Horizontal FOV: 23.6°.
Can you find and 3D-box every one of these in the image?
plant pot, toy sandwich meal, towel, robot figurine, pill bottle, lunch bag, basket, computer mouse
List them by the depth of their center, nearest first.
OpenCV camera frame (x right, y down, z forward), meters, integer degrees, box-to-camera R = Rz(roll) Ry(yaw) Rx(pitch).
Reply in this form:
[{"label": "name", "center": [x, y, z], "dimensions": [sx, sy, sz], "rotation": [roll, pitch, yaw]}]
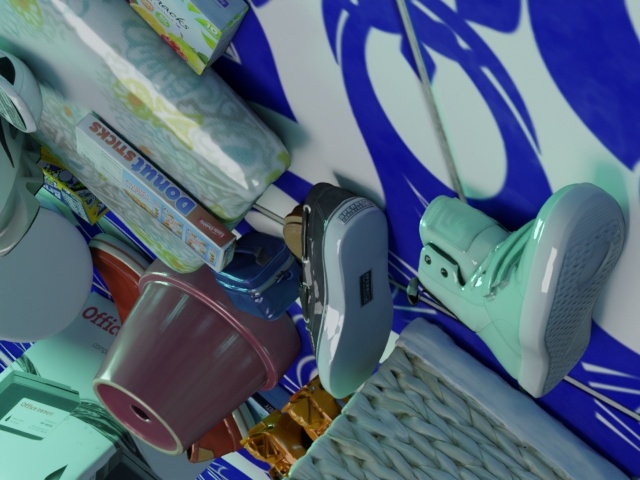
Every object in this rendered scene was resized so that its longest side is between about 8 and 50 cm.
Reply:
[{"label": "toy sandwich meal", "center": [0.000, 0.000, 1.424], "dimensions": [0.085, 0.029, 0.085], "rotation": [28, 159, 12]}, {"label": "computer mouse", "center": [-0.309, -0.159, 1.432], "dimensions": [0.193, 0.042, 0.106], "rotation": [34, 155, 38]}, {"label": "basket", "center": [0.128, 0.314, 1.451], "dimensions": [0.331, 0.266, 0.328], "rotation": [37, 158, 16]}, {"label": "towel", "center": [-0.188, -0.129, 1.455], "dimensions": [0.320, 0.090, 0.374], "rotation": [42, 161, -2]}, {"label": "lunch bag", "center": [-0.062, 0.033, 1.547], "dimensions": [0.098, 0.067, 0.065], "rotation": [12, 143, 55]}, {"label": "plant pot", "center": [-0.152, 0.133, 1.725], "dimensions": [0.201, 0.180, 0.201], "rotation": [32, 155, 17]}, {"label": "robot figurine", "center": [0.046, 0.301, 1.762], "dimensions": [0.291, 0.085, 0.211], "rotation": [50, 137, 4]}, {"label": "pill bottle", "center": [-0.445, 0.019, 2.039], "dimensions": [0.204, 0.204, 0.361], "rotation": [54, 163, -24]}]

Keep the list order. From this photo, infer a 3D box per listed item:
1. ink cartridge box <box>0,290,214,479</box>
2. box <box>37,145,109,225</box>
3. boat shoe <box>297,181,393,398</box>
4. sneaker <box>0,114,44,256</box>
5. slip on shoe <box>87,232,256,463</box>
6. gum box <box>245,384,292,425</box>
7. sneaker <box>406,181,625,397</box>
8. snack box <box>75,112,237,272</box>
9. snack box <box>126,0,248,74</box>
[{"label": "ink cartridge box", "center": [-0.347, 0.289, 2.136], "dimensions": [0.285, 0.395, 0.166], "rotation": [24, 150, 43]}, {"label": "box", "center": [-0.309, -0.092, 1.794], "dimensions": [0.169, 0.059, 0.054], "rotation": [36, 156, 23]}, {"label": "boat shoe", "center": [0.012, 0.043, 1.372], "dimensions": [0.076, 0.080, 0.228], "rotation": [38, 147, 34]}, {"label": "sneaker", "center": [-0.381, -0.119, 1.639], "dimensions": [0.146, 0.122, 0.330], "rotation": [31, -164, -26]}, {"label": "slip on shoe", "center": [-0.205, 0.137, 1.946], "dimensions": [0.331, 0.101, 0.123], "rotation": [58, 163, 1]}, {"label": "gum box", "center": [-0.033, 0.260, 1.980], "dimensions": [0.157, 0.041, 0.184], "rotation": [40, 159, 15]}, {"label": "sneaker", "center": [0.126, 0.010, 1.100], "dimensions": [0.151, 0.094, 0.256], "rotation": [41, 159, 20]}, {"label": "snack box", "center": [-0.151, -0.043, 1.397], "dimensions": [0.178, 0.022, 0.064], "rotation": [40, 159, 7]}, {"label": "snack box", "center": [-0.127, -0.209, 1.238], "dimensions": [0.141, 0.037, 0.100], "rotation": [45, 159, 0]}]
